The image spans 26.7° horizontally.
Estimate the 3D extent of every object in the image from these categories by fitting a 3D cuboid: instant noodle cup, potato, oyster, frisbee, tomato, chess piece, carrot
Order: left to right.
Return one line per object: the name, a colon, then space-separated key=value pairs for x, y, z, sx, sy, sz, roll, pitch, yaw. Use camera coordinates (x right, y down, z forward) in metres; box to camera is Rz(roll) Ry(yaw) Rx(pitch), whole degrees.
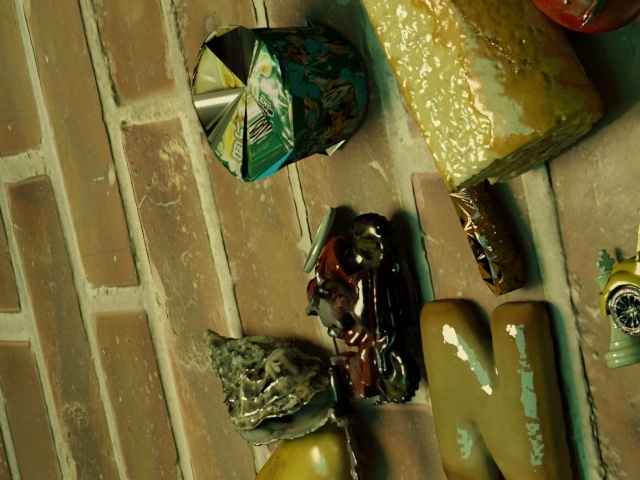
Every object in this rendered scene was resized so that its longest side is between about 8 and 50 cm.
oyster: x=-0.095 y=0.226 z=2.193 sx=0.351 sy=0.162 sz=0.158 roll=30 pitch=128 yaw=53
instant noodle cup: x=-0.052 y=-0.216 z=1.991 sx=0.240 sy=0.178 sz=0.240 roll=20 pitch=117 yaw=45
potato: x=-0.026 y=0.401 z=2.200 sx=0.300 sy=0.140 sz=0.173 roll=-57 pitch=47 yaw=37
frisbee: x=0.000 y=0.000 z=2.077 sx=0.014 sy=0.110 sz=0.110 roll=24 pitch=130 yaw=-3
carrot: x=0.216 y=-0.036 z=1.830 sx=0.069 sy=0.069 sz=0.228 roll=-30 pitch=78 yaw=50
tomato: x=0.310 y=-0.322 z=1.561 sx=0.167 sy=0.167 sz=0.167 roll=20 pitch=117 yaw=45
chess piece: x=0.374 y=0.083 z=1.695 sx=0.059 sy=0.059 sz=0.149 roll=-17 pitch=83 yaw=51

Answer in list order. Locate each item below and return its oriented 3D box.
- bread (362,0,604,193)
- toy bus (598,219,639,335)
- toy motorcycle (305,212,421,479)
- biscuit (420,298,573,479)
bread: x=0.191 y=-0.271 z=1.697 sx=0.236 sy=0.165 sz=0.375 roll=-40 pitch=70 yaw=51
toy bus: x=0.467 y=0.018 z=1.490 sx=0.331 sy=0.145 sz=0.151 roll=-6 pitch=97 yaw=48
toy motorcycle: x=0.064 y=0.163 z=2.020 sx=0.207 sy=0.134 sz=0.400 roll=-8 pitch=95 yaw=51
biscuit: x=0.241 y=0.225 z=1.889 sx=0.237 sy=0.062 sz=0.290 roll=1 pitch=102 yaw=50
